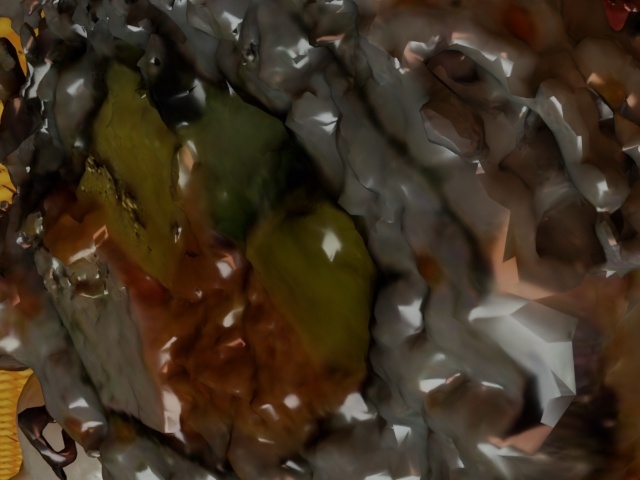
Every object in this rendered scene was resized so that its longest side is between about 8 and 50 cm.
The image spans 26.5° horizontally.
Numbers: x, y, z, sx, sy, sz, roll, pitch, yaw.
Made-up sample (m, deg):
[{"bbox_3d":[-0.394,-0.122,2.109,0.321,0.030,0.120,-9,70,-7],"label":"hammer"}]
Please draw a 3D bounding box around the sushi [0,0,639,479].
[{"bbox_3d":[-0.002,-0.004,0.616,0.417,0.176,0.417,24,129,33],"label":"sushi"}]

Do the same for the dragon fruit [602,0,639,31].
[{"bbox_3d":[0.131,-0.039,0.753,0.189,0.163,0.262,-15,158,-22],"label":"dragon fruit"}]

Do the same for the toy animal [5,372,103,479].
[{"bbox_3d":[-0.120,0.169,1.104,0.310,0.183,0.247,6,118,-6],"label":"toy animal"}]
